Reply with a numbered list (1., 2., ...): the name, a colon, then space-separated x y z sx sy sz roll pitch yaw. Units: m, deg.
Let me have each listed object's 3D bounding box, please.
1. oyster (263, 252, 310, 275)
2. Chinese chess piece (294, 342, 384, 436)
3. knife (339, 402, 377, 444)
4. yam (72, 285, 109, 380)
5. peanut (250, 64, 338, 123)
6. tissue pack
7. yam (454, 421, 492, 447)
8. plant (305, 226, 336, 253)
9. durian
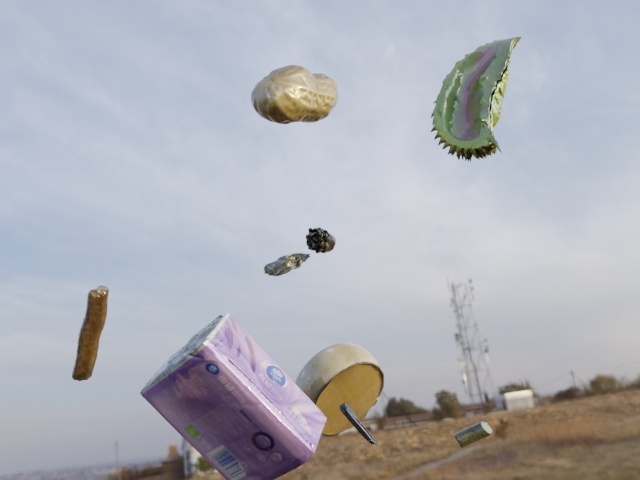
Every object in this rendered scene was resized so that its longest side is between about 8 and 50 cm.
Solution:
1. oyster: -0.121 0.085 2.196 0.177 0.064 0.125 -22 -3 -6
2. Chinese chess piece: 0.048 0.398 1.625 0.257 0.104 0.257 -19 -52 -27
3. knife: 0.087 0.425 1.394 0.018 0.121 0.031 -41 -7 5
4. yam: -0.529 0.213 1.393 0.056 0.241 0.057 17 17 -5
5. peanut: -0.055 -0.382 1.600 0.152 0.152 0.313 -22 -4 36
6. tissue pack: -0.185 0.350 1.310 0.242 0.338 0.160 -37 9 27
7. yam: 0.399 0.506 1.585 0.094 0.043 0.043 -30 -25 13
8. plant: 0.000 0.000 2.190 0.094 0.092 0.143 32 6 20
9. durian: 0.368 -0.335 1.437 0.158 0.352 0.169 23 -22 -7
